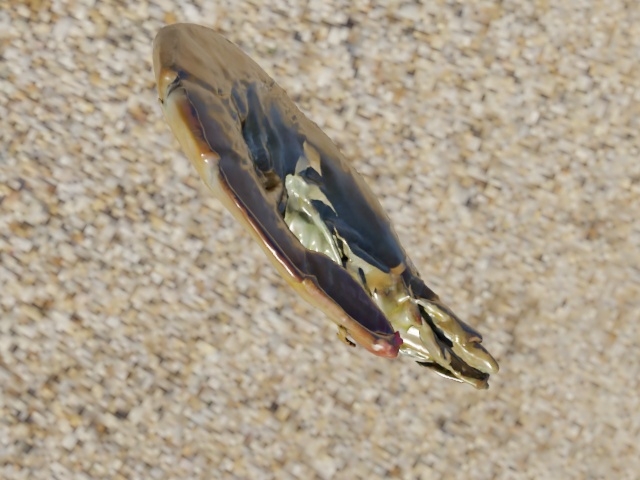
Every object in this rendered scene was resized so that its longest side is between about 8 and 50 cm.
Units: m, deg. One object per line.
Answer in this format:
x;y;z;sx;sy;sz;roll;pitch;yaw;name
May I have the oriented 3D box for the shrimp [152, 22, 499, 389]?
0.003;-0.002;0.718;0.053;0.133;0.236;-37;111;6;shrimp
